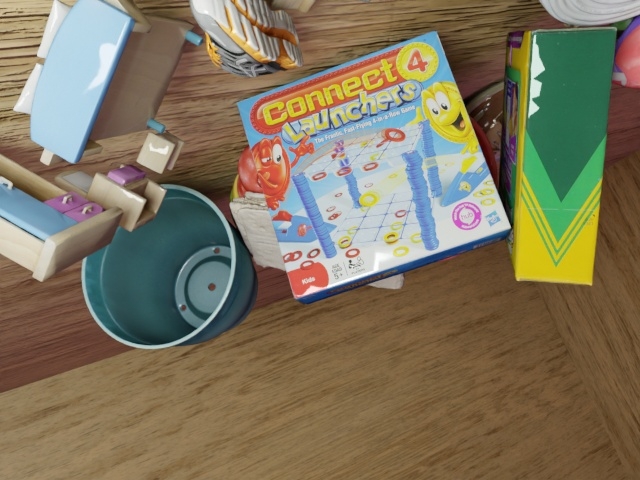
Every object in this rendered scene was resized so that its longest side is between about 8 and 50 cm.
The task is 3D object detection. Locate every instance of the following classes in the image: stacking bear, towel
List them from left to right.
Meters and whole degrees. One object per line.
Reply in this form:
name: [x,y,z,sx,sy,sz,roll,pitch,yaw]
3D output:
stacking bear: [-0.083,-0.081,1.215,0.164,0.175,0.289,8,156,1]
towel: [0.000,0.000,1.113,0.282,0.049,0.187,10,149,16]

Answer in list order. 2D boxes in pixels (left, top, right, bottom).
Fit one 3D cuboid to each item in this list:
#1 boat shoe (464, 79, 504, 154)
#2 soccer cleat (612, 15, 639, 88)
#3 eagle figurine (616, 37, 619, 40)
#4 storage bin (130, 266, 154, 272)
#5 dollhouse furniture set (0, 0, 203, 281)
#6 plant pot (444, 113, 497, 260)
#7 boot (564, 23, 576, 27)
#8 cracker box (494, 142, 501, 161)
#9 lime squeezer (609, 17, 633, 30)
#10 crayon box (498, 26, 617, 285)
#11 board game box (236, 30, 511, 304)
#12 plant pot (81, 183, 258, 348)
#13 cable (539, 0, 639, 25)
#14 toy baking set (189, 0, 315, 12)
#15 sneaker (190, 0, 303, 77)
boat shoe: [0.320,-0.213,1.414,0.324,0.120,0.122,-35,167,18]
soccer cleat: [0.498,-0.319,0.919,0.318,0.108,0.116,-45,-151,-16]
eagle figurine: [0.731,-0.386,1.296,0.298,0.225,0.226,-40,-172,20]
storage bin: [-0.378,0.028,1.286,0.098,0.091,0.135,-30,167,32]
dollhouse furniture set: [-0.264,-0.162,0.722,0.303,0.198,0.286,-61,177,20]
plant pot: [0.136,-0.103,1.233,0.275,0.275,0.243,-17,-169,-28]
boot: [0.443,-0.380,0.993,0.203,0.095,0.262,-28,164,20]
cracker box: [0.481,-0.270,1.642,0.156,0.067,0.232,-20,167,-10]
lime squeezer: [0.554,-0.415,1.154,0.110,0.058,0.310,-22,168,-5]
crayon box: [0.325,-0.143,0.985,0.106,0.313,0.363,1,-163,11]
board game box: [0.070,-0.100,0.970,0.308,0.302,0.086,-19,167,6]
plant pot: [-0.234,0.065,1.218,0.272,0.271,0.255,-25,163,8]
cable: [0.363,-0.361,0.779,0.257,0.089,0.257,-21,154,12]
toy baking set: [-0.040,-0.285,0.669,0.197,0.030,0.256,-21,168,-8]
sneaker: [-0.086,-0.212,0.714,0.083,0.084,0.215,-12,176,16]
